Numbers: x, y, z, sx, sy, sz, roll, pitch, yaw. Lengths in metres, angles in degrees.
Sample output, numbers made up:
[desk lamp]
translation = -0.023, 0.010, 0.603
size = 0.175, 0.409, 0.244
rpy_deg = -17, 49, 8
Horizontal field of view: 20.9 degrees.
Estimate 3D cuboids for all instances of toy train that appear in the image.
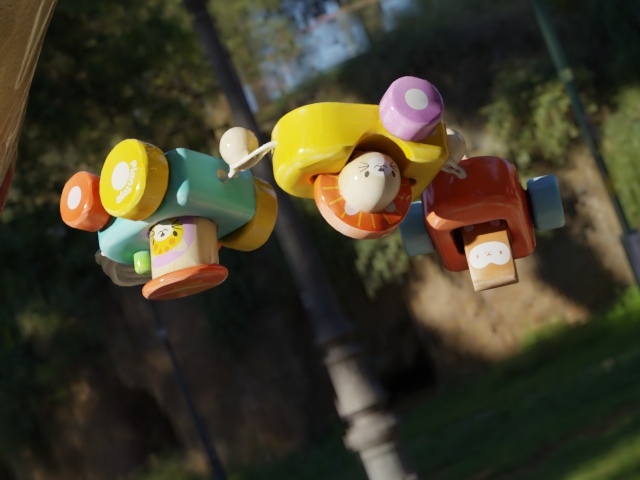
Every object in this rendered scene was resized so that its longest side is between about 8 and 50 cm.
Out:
[toy train]
translation = 0.000, 0.000, 0.577
size = 0.166, 0.046, 0.125
rpy_deg = -10, -25, 4

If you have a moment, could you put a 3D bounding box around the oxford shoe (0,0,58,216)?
[oxford shoe]
translation = -0.146, -0.069, 0.555
size = 0.123, 0.348, 0.130
rpy_deg = 18, 12, -11
